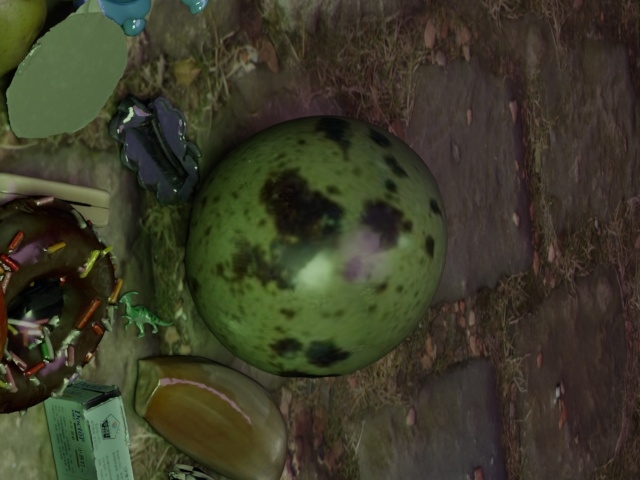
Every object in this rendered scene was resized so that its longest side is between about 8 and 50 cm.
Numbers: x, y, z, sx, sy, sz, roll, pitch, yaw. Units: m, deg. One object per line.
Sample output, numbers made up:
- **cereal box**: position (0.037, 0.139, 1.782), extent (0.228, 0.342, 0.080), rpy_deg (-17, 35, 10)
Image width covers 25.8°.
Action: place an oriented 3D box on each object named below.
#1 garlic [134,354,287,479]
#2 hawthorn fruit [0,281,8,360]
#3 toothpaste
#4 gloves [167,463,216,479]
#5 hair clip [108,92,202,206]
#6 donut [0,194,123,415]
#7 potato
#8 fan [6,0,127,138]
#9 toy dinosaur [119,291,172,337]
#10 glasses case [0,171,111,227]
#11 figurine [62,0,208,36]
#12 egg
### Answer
- **garlic**: position (-0.136, 0.240, 1.918), extent (0.318, 0.112, 0.143), rpy_deg (35, 65, -38)
- **hawthorn fruit**: position (-0.429, 0.072, 1.314), extent (0.275, 0.300, 0.275), rpy_deg (-40, 152, -27)
- **toothpaste**: position (-0.272, 0.330, 1.722), extent (0.071, 0.089, 0.313), rpy_deg (-22, 109, -45)
- **gloves**: position (-0.161, 0.367, 1.820), extent (0.212, 0.111, 0.127), rpy_deg (-54, 149, -70)
- **hair clip**: position (-0.205, -0.124, 1.842), extent (0.124, 0.052, 0.195), rpy_deg (-60, 141, -27)
- **donut**: position (-0.334, 0.077, 1.555), extent (0.270, 0.103, 0.269), rpy_deg (-35, 140, -36)
- **potato**: position (-0.387, -0.269, 1.500), extent (0.200, 0.137, 0.154), rpy_deg (53, 50, -43)
- **fan**: position (-0.279, -0.250, 1.626), extent (0.182, 0.010, 0.310), rpy_deg (-19, 140, -47)
- **toy dinosaur**: position (-0.233, 0.094, 1.831), extent (0.083, 0.021, 0.062), rpy_deg (-21, 95, -52)
- **glasses case**: position (-0.330, -0.046, 1.634), extent (0.196, 0.083, 0.050), rpy_deg (9, 82, -56)
- **figurine**: position (-0.232, -0.339, 1.707), extent (0.262, 0.154, 0.180), rpy_deg (19, 103, -41)
- **egg**: position (0.000, 0.000, 1.885), extent (0.428, 0.345, 0.345), rpy_deg (-56, 135, -59)
